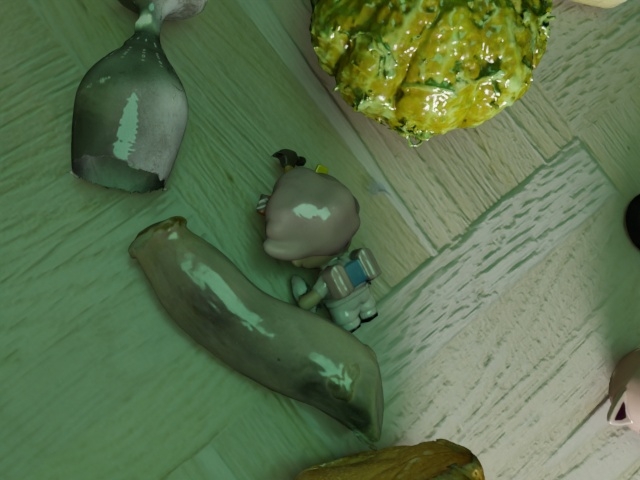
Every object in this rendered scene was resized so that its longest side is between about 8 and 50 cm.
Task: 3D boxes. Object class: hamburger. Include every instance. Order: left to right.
[{"bbox_3d":[0.072,0.277,0.788,0.214,0.214,0.108,-16,87,-17],"label":"hamburger"}]

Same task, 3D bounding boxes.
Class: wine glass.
[{"bbox_3d":[-0.203,-0.179,0.843,0.127,0.126,0.241,9,75,-13],"label":"wine glass"}]

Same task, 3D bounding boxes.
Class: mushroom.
[{"bbox_3d":[-0.065,0.101,0.836,0.351,0.097,0.109,35,111,-1],"label":"mushroom"}]

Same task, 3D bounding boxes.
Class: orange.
[{"bbox_3d":[0.127,-0.275,0.901,0.301,0.223,0.300,-16,78,-17],"label":"orange"}]

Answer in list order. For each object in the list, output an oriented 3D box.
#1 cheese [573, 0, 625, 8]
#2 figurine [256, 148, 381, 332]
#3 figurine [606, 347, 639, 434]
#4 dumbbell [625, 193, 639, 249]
[{"bbox_3d":[0.352,-0.396,1.053,0.167,0.094,0.123,6,68,-18],"label":"cheese"},{"bbox_3d":[0.000,0.000,0.873,0.137,0.112,0.229,-27,97,-23],"label":"figurine"},{"bbox_3d":[0.424,0.193,0.939,0.125,0.125,0.138,36,85,-6],"label":"figurine"},{"bbox_3d":[0.489,-0.040,0.966,0.100,0.191,0.100,3,77,-15],"label":"dumbbell"}]
